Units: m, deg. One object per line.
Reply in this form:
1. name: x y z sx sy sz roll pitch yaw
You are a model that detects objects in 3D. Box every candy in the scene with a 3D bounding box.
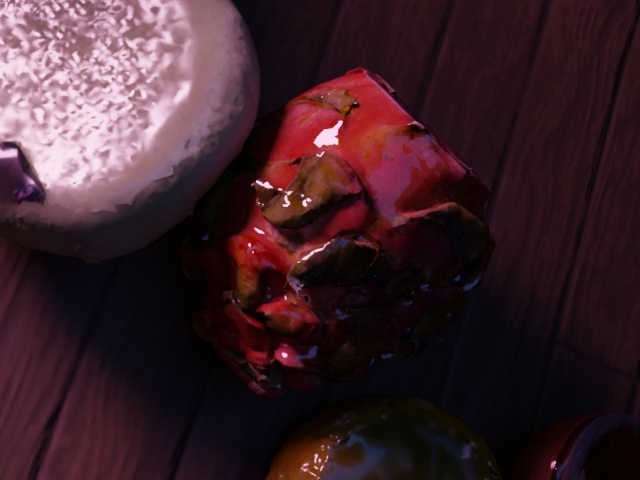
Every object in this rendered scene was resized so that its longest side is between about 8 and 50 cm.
1. candy: 0.060 0.274 1.207 0.260 0.118 0.260 2 85 -25

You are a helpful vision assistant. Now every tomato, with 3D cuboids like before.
1. tomato: 0.259 0.281 1.302 0.199 0.112 0.228 13 86 -39

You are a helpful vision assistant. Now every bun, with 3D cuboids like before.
1. bun: -0.194 -0.117 1.106 0.293 0.187 0.293 0 74 1

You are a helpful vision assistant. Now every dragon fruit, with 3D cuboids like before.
1. dragon fruit: 0.000 0.000 1.152 0.250 0.269 0.291 34 103 -34
